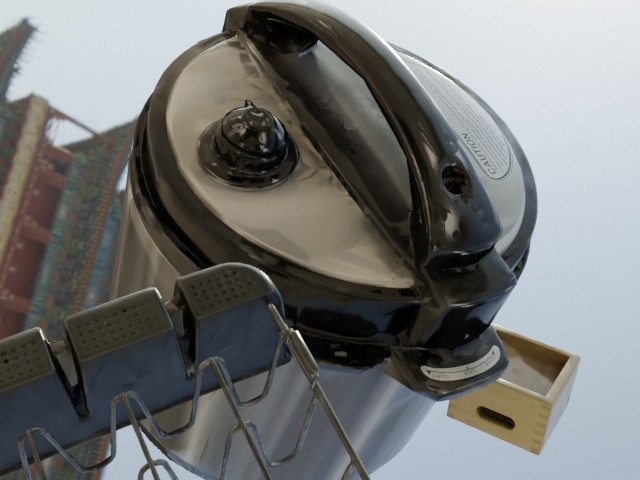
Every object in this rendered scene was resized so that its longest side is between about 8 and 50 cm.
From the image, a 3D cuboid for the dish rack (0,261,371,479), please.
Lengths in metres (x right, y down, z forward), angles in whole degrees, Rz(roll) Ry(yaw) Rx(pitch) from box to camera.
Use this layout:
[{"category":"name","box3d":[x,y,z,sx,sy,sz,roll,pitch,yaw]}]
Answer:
[{"category":"dish rack","box3d":[-0.060,0.138,0.306,0.208,0.074,0.271,-20,-123,-18]}]

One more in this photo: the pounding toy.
[{"category":"pounding toy","box3d":[0.210,0.169,0.971,0.141,0.130,0.100,20,-59,26]}]

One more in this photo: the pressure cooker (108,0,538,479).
[{"category":"pressure cooker","box3d":[-0.004,0.003,0.789,0.375,0.370,0.420,-66,178,-45]}]
